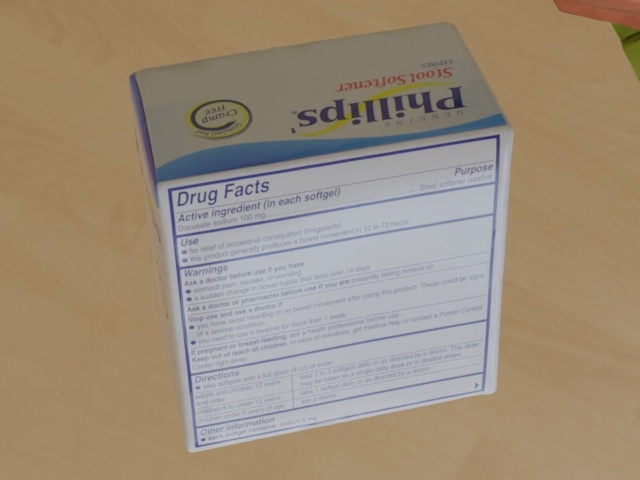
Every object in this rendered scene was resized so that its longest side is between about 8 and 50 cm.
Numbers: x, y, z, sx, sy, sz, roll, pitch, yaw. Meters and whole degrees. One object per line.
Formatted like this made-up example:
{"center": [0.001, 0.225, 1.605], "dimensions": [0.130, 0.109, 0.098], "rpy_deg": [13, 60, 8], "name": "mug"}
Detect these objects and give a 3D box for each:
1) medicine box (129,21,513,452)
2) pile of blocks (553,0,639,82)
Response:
{"center": [0.000, 0.000, 1.315], "dimensions": [0.263, 0.149, 0.289], "rpy_deg": [-10, 131, -9], "name": "medicine box"}
{"center": [0.102, -0.140, 0.558], "dimensions": [0.112, 0.362, 0.149], "rpy_deg": [-25, 124, 18], "name": "pile of blocks"}
